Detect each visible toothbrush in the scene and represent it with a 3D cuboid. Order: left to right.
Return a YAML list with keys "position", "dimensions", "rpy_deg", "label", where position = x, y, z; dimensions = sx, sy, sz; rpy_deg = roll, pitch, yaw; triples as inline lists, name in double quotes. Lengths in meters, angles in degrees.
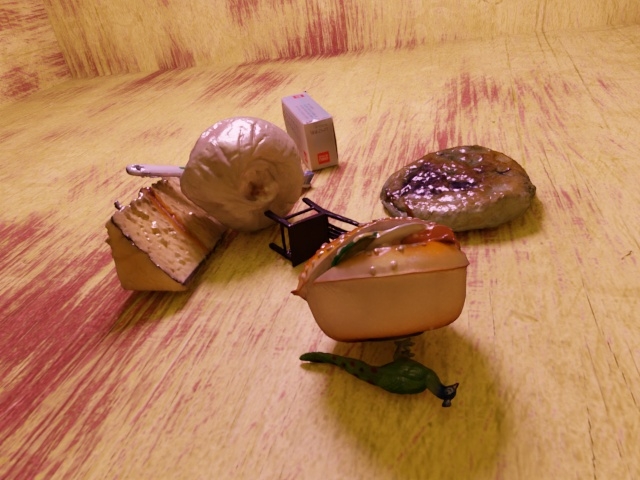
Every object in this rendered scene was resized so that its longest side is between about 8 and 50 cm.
- position: [-0.189, -0.131, 1.035]
  dimensions: [0.418, 0.040, 0.042]
  rpy_deg: [-4, 38, -36]
  label: "toothbrush"

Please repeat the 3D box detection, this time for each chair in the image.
- position: [0.000, 0.000, 0.874]
  dimensions: [0.102, 0.084, 0.213]
  rpy_deg: [-24, 34, -29]
  label: "chair"

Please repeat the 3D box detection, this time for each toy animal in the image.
- position: [0.077, 0.155, 0.640]
  dimensions: [0.217, 0.041, 0.075]
  rpy_deg: [9, 37, 35]
  label: "toy animal"

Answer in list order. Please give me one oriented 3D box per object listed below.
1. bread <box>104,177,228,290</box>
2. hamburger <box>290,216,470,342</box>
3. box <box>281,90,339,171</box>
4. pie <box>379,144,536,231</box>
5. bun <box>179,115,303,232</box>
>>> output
- position: [-0.282, -0.009, 0.933]
  dimensions: [0.178, 0.141, 0.266]
  rpy_deg: [33, 30, -6]
  label: "bread"
- position: [0.084, 0.055, 0.644]
  dimensions: [0.237, 0.147, 0.237]
  rpy_deg: [-9, -13, -2]
  label: "hamburger"
- position: [-0.033, -0.295, 1.313]
  dimensions: [0.079, 0.134, 0.269]
  rpy_deg: [-15, 31, -9]
  label: "box"
- position: [0.269, -0.111, 0.996]
  dimensions: [0.324, 0.070, 0.323]
  rpy_deg: [-8, 31, 5]
  label: "pie"
- position: [-0.137, -0.109, 0.950]
  dimensions: [0.244, 0.243, 0.153]
  rpy_deg: [-23, 41, -21]
  label: "bun"
